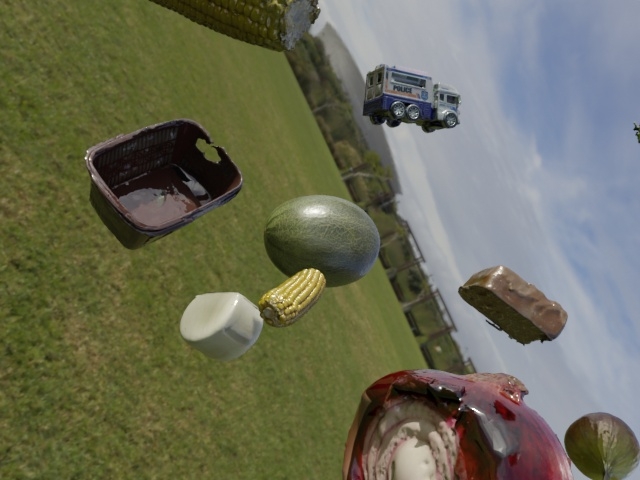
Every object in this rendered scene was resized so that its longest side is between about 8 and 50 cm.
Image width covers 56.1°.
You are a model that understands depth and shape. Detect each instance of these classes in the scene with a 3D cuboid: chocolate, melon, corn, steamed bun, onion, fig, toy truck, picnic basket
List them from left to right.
[{"bbox_3d":[-0.320,-0.105,1.190,0.222,0.129,0.297,50,44,4],"label":"picnic basket"},{"bbox_3d":[-0.165,-0.363,0.819,0.344,0.131,0.131,29,1,10],"label":"corn"},{"bbox_3d":[-0.290,0.249,1.712,0.146,0.242,0.164,43,55,-34],"label":"steamed bun"},{"bbox_3d":[-0.023,0.050,0.538,0.037,0.037,0.092,65,29,-7],"label":"corn"},{"bbox_3d":[0.000,0.000,1.545,0.237,0.302,0.237,-170,-90,-68],"label":"melon"},{"bbox_3d":[0.263,-0.395,1.686,0.124,0.268,0.155,4,-90,64],"label":"toy truck"},{"bbox_3d":[0.211,0.355,0.900,0.341,0.341,0.341,-25,90,-84],"label":"onion"},{"bbox_3d":[0.422,0.136,1.330,0.214,0.093,0.148,40,-20,-2],"label":"chocolate"},{"bbox_3d":[0.638,0.503,1.350,0.230,0.160,0.143,-70,154,-47],"label":"fig"}]

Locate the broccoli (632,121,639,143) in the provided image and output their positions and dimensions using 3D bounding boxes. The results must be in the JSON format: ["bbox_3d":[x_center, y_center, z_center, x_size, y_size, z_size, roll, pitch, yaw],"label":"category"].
[{"bbox_3d":[0.741,-0.278,1.121,0.249,0.375,0.302,-21,63,-43],"label":"broccoli"}]
